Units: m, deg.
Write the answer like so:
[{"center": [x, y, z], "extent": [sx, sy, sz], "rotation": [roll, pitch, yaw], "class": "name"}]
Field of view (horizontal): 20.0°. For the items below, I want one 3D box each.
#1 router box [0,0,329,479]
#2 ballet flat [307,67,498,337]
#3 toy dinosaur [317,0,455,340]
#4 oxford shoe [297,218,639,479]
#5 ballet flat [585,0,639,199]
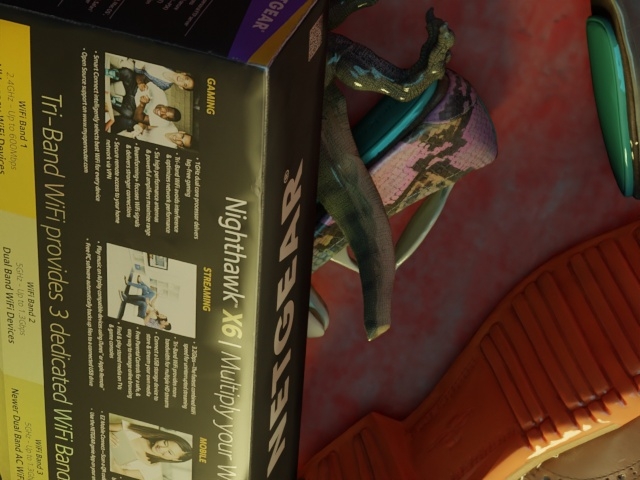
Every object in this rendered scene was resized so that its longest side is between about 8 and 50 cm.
[{"center": [-0.128, 0.003, 0.851], "extent": [0.243, 0.081, 0.309], "rotation": [15, 128, 13], "class": "router box"}, {"center": [0.000, 0.000, 0.939], "extent": [0.221, 0.077, 0.079], "rotation": [-37, 113, 8], "class": "ballet flat"}, {"center": [-0.002, -0.090, 0.888], "extent": [0.118, 0.064, 0.268], "rotation": [-36, 73, 1], "class": "toy dinosaur"}, {"center": [0.133, 0.108, 0.951], "extent": [0.364, 0.130, 0.133], "rotation": [-36, 119, 17], "class": "oxford shoe"}, {"center": [0.158, -0.125, 0.899], "extent": [0.068, 0.072, 0.213], "rotation": [-17, 104, 1], "class": "ballet flat"}]
